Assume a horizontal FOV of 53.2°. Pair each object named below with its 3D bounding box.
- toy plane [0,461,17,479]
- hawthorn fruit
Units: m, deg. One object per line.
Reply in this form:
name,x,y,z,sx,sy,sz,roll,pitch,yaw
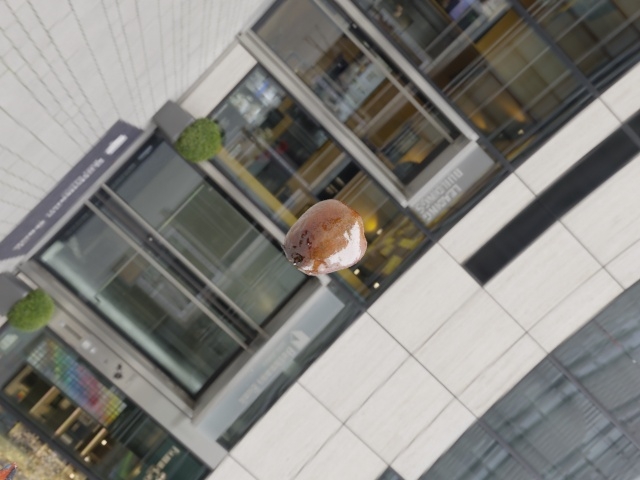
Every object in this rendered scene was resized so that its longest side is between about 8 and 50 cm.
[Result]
toy plane,-0.248,0.223,0.418,0.130,0.061,0.189,-40,-172,26
hawthorn fruit,0.000,0.000,0.694,0.093,0.081,0.081,-20,177,-26
